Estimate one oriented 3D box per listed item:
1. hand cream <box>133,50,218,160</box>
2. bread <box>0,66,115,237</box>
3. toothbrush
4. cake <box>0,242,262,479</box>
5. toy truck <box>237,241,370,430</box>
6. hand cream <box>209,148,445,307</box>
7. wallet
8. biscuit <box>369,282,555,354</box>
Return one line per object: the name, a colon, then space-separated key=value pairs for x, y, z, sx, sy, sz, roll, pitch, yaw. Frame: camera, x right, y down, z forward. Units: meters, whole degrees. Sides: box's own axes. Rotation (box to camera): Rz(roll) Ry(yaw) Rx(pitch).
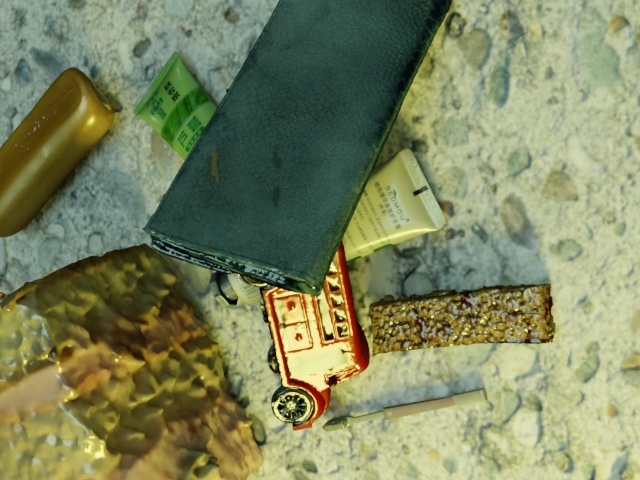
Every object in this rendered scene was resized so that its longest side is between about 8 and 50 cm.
hand cream: x=-0.144 y=-0.128 z=1.297 sx=0.175 sy=0.046 sz=0.095 roll=47 pitch=114 yaw=19
bread: x=-0.341 y=-0.105 z=1.383 sx=0.239 sy=0.074 sz=0.092 roll=-44 pitch=57 yaw=20
toothbrush: x=0.088 y=0.184 z=1.211 sx=0.194 sy=0.017 sz=0.014 roll=-16 pitch=91 yaw=24
cake: x=-0.270 y=0.201 z=1.240 sx=0.293 sy=0.314 sz=0.307 roll=-28 pitch=89 yaw=28
toy truck: x=-0.015 y=0.071 z=1.174 sx=0.114 sy=0.107 sz=0.252 roll=-12 pitch=117 yaw=1
hand cream: x=0.000 y=0.000 z=1.229 sx=0.276 sy=0.059 sz=0.095 roll=-26 pitch=87 yaw=21
wallet: x=-0.013 y=-0.126 z=1.117 sx=0.191 sy=0.046 sz=0.379 roll=15 pitch=62 yaw=21
biscuit: x=0.145 y=0.082 z=1.166 sx=0.199 sy=0.034 sz=0.064 roll=-7 pitch=90 yaw=26
